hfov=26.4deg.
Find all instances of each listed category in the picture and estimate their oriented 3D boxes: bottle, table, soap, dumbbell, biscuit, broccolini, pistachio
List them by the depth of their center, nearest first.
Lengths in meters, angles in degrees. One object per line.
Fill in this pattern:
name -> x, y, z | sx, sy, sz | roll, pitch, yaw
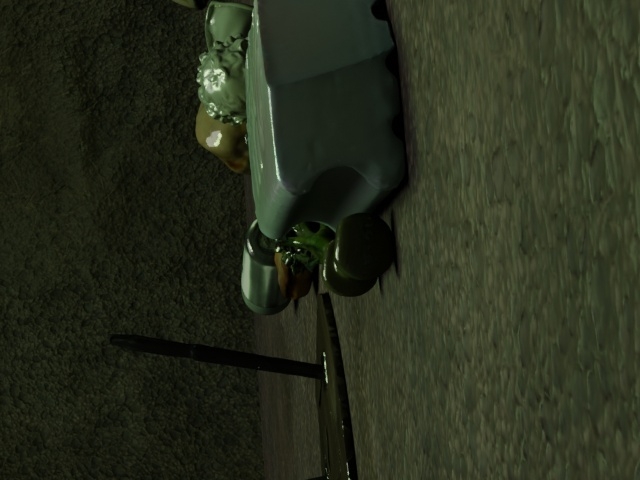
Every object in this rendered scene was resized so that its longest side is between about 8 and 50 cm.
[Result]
dumbbell -> 0.028, 0.013, 1.061 | 0.118, 0.046, 0.052 | 115, 156, -78
soap -> -0.006, -0.100, 1.073 | 0.289, 0.095, 0.172 | 128, 137, -82
broccolini -> -0.018, -0.005, 1.439 | 0.202, 0.068, 0.091 | -154, 79, -83
table -> -0.102, 0.254, 1.522 | 0.317, 0.249, 0.317 | 176, 90, -84
biscuit -> -0.034, -0.074, 1.653 | 0.154, 0.045, 0.299 | -106, 14, -69
bottle -> -0.069, 0.035, 1.953 | 0.096, 0.079, 0.253 | -55, -9, -21
pistachio -> -0.115, -0.178, 1.986 | 0.206, 0.131, 0.129 | -95, 12, -58

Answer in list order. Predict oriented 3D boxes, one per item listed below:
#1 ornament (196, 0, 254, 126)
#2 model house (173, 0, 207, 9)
ornament -> -0.108, -0.254, 1.857 | 0.285, 0.130, 0.120 | -102, 23, -58
model house -> -0.186, -0.520, 1.925 | 0.282, 0.297, 0.317 | -50, -15, -16
